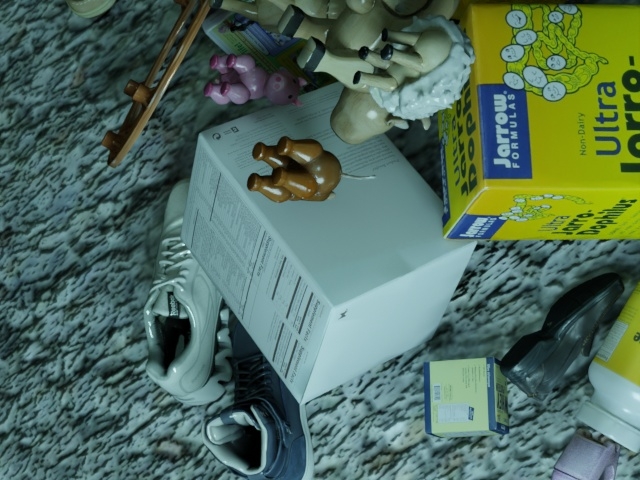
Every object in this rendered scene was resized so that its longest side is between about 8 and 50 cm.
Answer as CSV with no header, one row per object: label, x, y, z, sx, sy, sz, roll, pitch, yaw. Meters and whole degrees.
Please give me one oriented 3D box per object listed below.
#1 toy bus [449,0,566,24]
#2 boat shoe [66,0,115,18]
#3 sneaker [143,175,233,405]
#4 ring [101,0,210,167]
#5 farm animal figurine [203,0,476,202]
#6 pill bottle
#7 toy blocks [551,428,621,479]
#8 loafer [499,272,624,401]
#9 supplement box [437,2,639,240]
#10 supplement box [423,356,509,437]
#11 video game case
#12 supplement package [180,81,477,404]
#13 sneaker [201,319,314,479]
toy bus,0.190,-0.319,1.474,0.220,0.211,0.149,-5,80,-13
boat shoe,-0.350,-0.458,1.839,0.109,0.098,0.302,-15,72,20
sneaker,-0.164,0.053,1.623,0.110,0.118,0.292,-7,73,23
ring,-0.189,-0.243,1.618,0.032,0.336,0.336,28,89,-13
farm animal figurine,0.033,-0.196,1.347,0.327,0.172,0.330,-42,46,40
pill bottle,0.349,0.127,1.388,0.103,0.103,0.184,30,90,27
toy blocks,0.413,0.210,1.243,0.309,0.288,0.260,20,89,29
loafer,0.278,0.106,1.459,0.170,0.062,0.061,-43,103,1
supplement box,0.310,-0.116,1.336,0.356,0.195,0.194,-1,75,-6
supplement box,0.165,0.178,1.481,0.083,0.056,0.083,-6,75,22
video game case,-0.010,-0.257,1.580,0.193,0.212,0.023,-32,55,13
supplement package,0.000,0.000,1.478,0.199,0.198,0.262,-23,62,-28
sneaker,-0.081,0.177,1.530,0.086,0.163,0.226,-23,68,18
